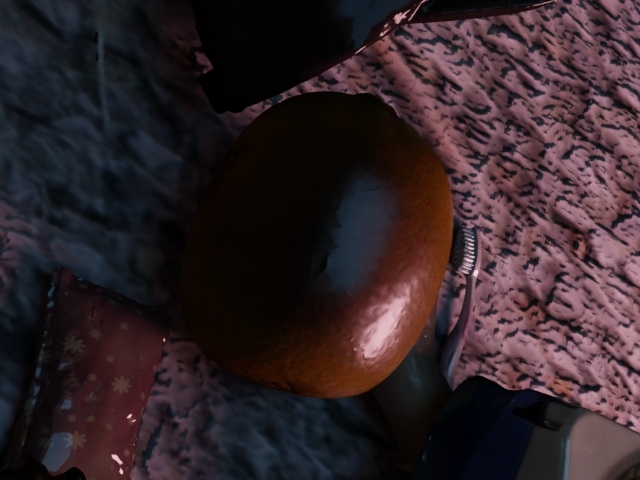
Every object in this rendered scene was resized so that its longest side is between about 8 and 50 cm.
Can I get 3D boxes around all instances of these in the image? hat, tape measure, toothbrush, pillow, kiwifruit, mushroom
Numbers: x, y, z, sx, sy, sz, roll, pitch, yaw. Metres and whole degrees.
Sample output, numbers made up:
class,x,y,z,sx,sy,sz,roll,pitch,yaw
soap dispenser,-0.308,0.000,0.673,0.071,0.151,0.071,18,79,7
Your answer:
class,x,y,z,sx,sy,sz,roll,pitch,yaw
hat,0.034,-0.255,1.452,0.336,0.238,0.209,-21,108,-2
tape measure,0.181,0.265,1.537,0.262,0.138,0.259,27,83,-49
toothbrush,0.111,0.113,1.628,0.027,0.021,0.269,19,69,-25
pillow,-0.165,0.117,1.361,0.118,0.043,0.185,25,66,-34
kiwifruit,0.000,0.000,1.426,0.196,0.196,0.234,22,83,-38
mushroom,0.068,0.081,1.553,0.092,0.081,0.223,-13,89,-66

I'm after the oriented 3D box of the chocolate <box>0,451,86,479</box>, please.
class,x,y,z,sx,sy,sz,roll,pitch,yaw
chocolate,-0.182,0.221,1.230,0.177,0.206,0.224,48,59,-12
